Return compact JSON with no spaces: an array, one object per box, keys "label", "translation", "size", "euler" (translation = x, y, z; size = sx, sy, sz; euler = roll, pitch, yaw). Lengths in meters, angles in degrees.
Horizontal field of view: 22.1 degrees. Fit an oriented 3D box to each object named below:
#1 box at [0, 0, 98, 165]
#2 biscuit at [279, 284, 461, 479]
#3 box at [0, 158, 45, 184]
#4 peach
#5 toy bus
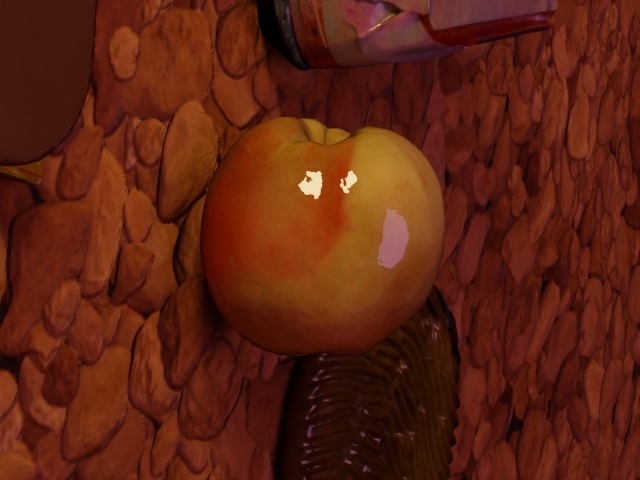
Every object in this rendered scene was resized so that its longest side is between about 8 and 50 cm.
[{"label":"box","translation":[-0.268,-0.161,0.598],"size":[0.339,0.229,0.239],"euler":[2,94,-62]},{"label":"biscuit","translation":[0.053,0.179,1.464],"size":[0.318,0.040,0.318],"euler":[-20,113,-58]},{"label":"box","translation":[-0.185,-0.118,0.979],"size":[0.089,0.022,0.156],"euler":[19,80,-60]},{"label":"peach","translation":[0.000,0.000,1.188],"size":[0.184,0.184,0.184],"euler":[-21,114,-59]},{"label":"toy bus","translation":[0.080,-0.213,1.327],"size":[0.302,0.147,0.128],"euler":[-21,109,-60]}]
